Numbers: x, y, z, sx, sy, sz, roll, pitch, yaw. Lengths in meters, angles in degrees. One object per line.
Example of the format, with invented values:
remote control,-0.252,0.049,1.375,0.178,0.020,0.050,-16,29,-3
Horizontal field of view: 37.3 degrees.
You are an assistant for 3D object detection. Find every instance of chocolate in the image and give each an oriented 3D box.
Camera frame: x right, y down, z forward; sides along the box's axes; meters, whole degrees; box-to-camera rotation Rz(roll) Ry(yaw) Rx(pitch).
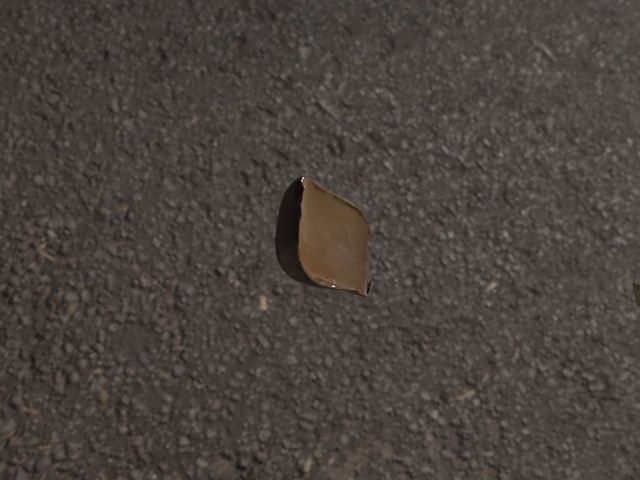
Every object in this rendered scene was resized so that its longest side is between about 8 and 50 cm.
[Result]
chocolate,0.000,0.000,0.599,0.100,0.031,0.064,18,73,-60

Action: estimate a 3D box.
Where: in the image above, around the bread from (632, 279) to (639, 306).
bread,0.287,0.044,0.692,0.068,0.154,0.028,-12,97,-1
